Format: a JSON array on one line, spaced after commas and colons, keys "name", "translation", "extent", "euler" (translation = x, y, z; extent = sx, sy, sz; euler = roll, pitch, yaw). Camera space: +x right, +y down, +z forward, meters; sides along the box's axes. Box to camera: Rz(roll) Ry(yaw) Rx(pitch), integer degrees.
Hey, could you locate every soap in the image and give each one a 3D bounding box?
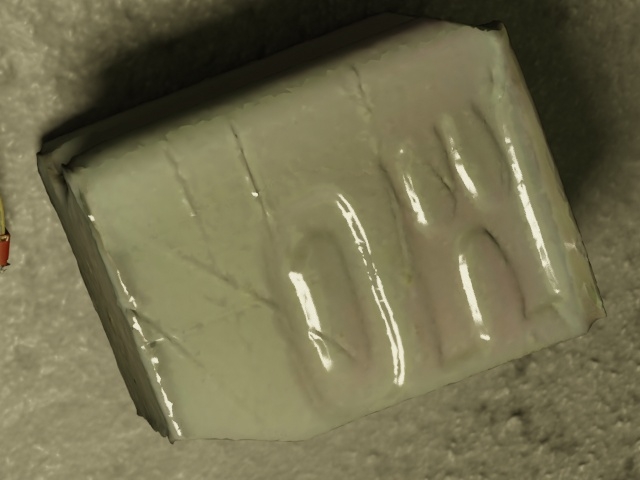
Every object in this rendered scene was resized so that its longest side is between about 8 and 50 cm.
[{"name": "soap", "translation": [0.000, 0.000, 1.692], "extent": [0.435, 0.213, 0.350], "euler": [-20, 103, -15]}]

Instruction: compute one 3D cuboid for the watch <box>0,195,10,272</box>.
[{"name": "watch", "translation": [-0.356, 0.006, 1.642], "extent": [0.165, 0.102, 0.268], "euler": [-29, 126, -14]}]
